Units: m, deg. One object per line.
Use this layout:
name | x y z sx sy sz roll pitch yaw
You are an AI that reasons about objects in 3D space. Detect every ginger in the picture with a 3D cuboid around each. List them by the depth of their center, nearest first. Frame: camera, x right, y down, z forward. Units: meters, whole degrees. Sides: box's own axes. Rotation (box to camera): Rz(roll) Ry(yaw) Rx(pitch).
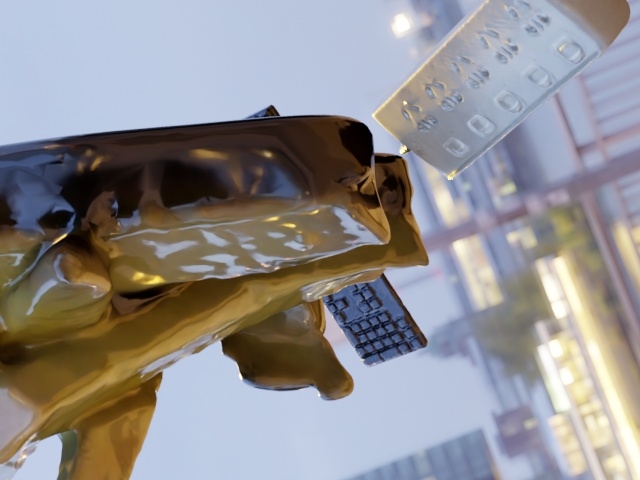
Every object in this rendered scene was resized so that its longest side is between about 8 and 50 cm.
ginger | -0.131 0.069 1.095 0.358 0.413 0.211 10 -108 -70

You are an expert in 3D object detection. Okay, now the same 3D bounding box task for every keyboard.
keyboard | 0.000 0.000 1.318 0.204 0.061 0.013 57 -139 -12

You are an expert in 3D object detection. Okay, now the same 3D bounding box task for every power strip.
power strip | 0.085 -0.086 1.002 0.060 0.027 0.252 38 155 -4
